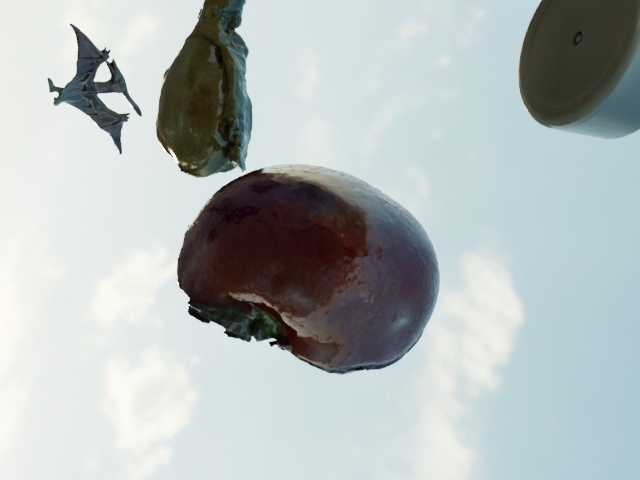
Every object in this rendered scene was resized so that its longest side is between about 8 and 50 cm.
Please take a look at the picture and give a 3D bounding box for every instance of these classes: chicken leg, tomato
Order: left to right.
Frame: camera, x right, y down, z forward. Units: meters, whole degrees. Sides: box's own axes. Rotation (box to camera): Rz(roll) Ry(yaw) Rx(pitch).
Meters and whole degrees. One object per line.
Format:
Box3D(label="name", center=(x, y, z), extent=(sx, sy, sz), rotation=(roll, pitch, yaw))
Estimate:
Box3D(label="chicken leg", center=(-0.159, -0.294, 2.207), extent=(0.201, 0.152, 0.429), rotation=(137, -36, -68))
Box3D(label="tomato", center=(-0.003, -0.005, 1.785), extent=(0.290, 0.335, 0.176), rotation=(-54, 164, -46))

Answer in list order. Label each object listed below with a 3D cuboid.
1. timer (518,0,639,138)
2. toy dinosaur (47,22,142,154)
Box3D(label="timer", center=(0.348, -0.155, 1.392), extent=(0.175, 0.266, 0.175), rotation=(-36, -135, 47))
Box3D(label="toy dinosaur", center=(-0.299, -0.195, 1.859), extent=(0.108, 0.220, 0.032), rotation=(-13, -134, -1))
